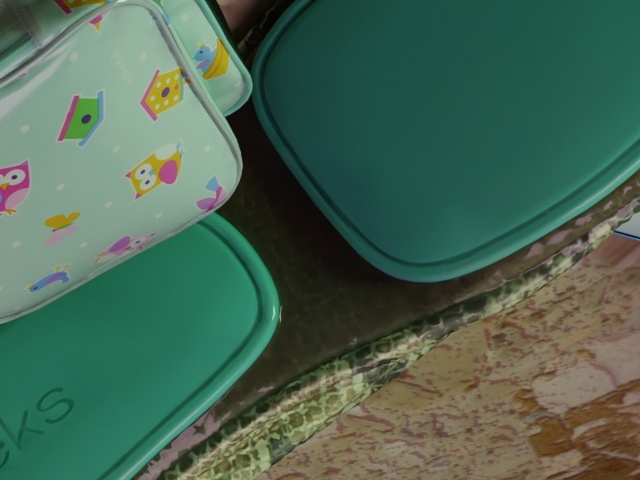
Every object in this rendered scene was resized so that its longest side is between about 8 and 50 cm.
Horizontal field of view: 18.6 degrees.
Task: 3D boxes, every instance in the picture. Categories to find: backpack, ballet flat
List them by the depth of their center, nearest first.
[{"bbox_3d":[-0.129,-0.054,0.673,0.188,0.144,0.166,-25,151,3],"label":"backpack"},{"bbox_3d":[0.000,0.000,0.829,0.483,0.164,0.182,-38,166,9],"label":"ballet flat"}]

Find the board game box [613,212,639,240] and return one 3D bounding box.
[{"bbox_3d":[0.229,-0.056,0.995,0.211,0.039,0.160,14,131,-43],"label":"board game box"}]
